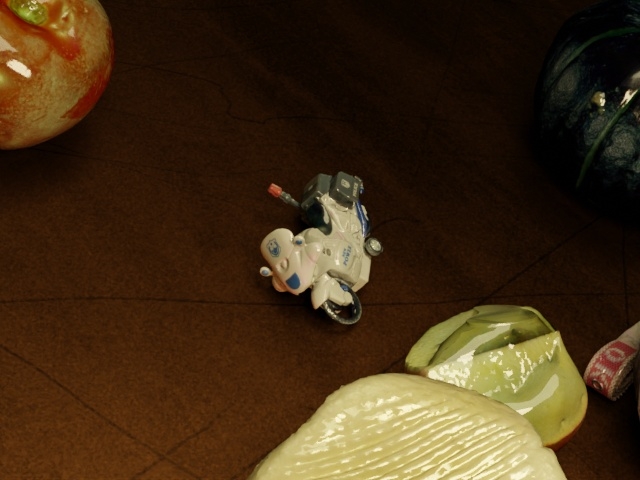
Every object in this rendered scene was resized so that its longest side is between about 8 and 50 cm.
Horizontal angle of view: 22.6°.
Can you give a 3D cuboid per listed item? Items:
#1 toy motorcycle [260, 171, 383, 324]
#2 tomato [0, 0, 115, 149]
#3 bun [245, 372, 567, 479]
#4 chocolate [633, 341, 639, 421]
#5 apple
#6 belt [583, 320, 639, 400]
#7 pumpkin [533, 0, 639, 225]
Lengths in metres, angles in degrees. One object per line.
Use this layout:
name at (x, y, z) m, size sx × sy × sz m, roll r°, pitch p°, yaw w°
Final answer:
toy motorcycle at (0.000, 0.000, 2.034) m, size 0.150 × 0.102 × 0.221 m, roll 29°, pitch 43°, yaw -20°
tomato at (-0.405, -0.237, 2.039) m, size 0.270 × 0.222 × 0.270 m, roll 20°, pitch 49°, yaw -26°
bun at (0.085, 0.321, 1.633) m, size 0.349 × 0.227 × 0.352 m, roll -18°, pitch 57°, yaw -5°
chocolate at (0.517, 0.144, 1.944) m, size 0.303 × 0.303 × 0.213 m, roll 12°, pitch 23°, yaw -7°
apple at (0.201, 0.173, 1.873) m, size 0.188 × 0.174 × 0.207 m, roll -25°, pitch 58°, yaw -13°
belt at (0.419, 0.127, 2.062) m, size 0.053 × 0.071 × 0.232 m, roll 31°, pitch 43°, yaw 26°
pumpkin at (0.479, -0.182, 2.257) m, size 0.363 × 0.266 × 0.363 m, roll 11°, pitch 40°, yaw -9°
